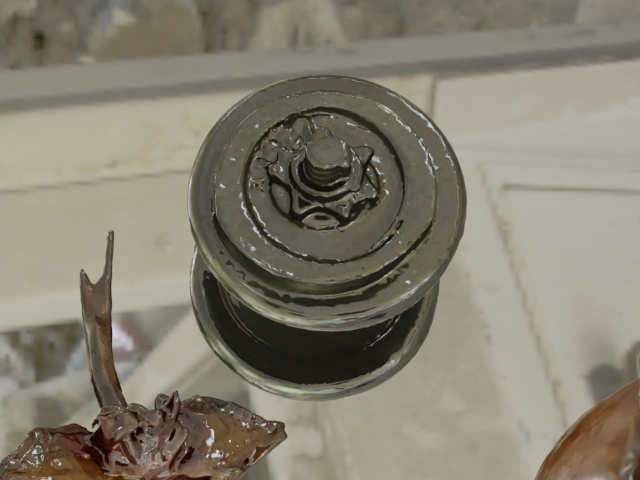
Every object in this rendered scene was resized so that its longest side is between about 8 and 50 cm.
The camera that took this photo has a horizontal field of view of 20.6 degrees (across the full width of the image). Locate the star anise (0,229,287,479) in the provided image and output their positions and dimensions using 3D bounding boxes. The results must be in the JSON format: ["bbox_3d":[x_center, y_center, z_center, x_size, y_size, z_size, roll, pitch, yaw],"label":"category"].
[{"bbox_3d":[-0.122,0.097,0.990,0.140,0.158,0.144,-43,53,11],"label":"star anise"}]

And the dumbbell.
[{"bbox_3d":[0.000,0.000,1.242,0.290,0.192,0.192,97,152,-66],"label":"dumbbell"}]

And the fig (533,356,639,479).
[{"bbox_3d":[0.171,0.127,0.737,0.205,0.205,0.205,1,91,46],"label":"fig"}]
